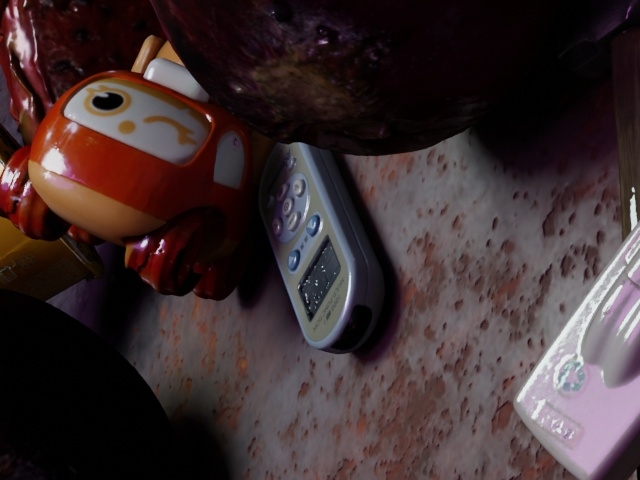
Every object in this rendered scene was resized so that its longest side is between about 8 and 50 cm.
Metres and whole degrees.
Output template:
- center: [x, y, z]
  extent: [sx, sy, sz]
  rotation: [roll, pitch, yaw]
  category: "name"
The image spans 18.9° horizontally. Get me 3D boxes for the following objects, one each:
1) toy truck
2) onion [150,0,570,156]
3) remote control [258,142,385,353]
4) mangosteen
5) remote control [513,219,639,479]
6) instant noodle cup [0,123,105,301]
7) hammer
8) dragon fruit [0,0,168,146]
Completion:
- center: [-0.132, -0.086, 1.668]
  extent: [0.239, 0.189, 0.265]
  rotation: [-68, -15, 4]
  category: "toy truck"
- center: [0.051, -0.217, 1.297]
  extent: [0.260, 0.336, 0.281]
  rotation: [-10, 47, 36]
  category: "onion"
- center: [0.000, 0.000, 1.562]
  extent: [0.087, 0.047, 0.244]
  rotation: [-57, 31, 26]
  category: "remote control"
- center: [-0.294, 0.226, 1.725]
  extent: [0.435, 0.382, 0.382]
  rotation: [-30, -42, -80]
  category: "mangosteen"
- center: [0.198, 0.033, 1.104]
  extent: [0.230, 0.049, 0.090]
  rotation: [-57, 46, 14]
  category: "remote control"
- center: [-0.343, -0.003, 1.914]
  extent: [0.172, 0.215, 0.216]
  rotation: [-37, 33, 0]
  category: "instant noodle cup"
- center: [0.197, 0.001, 1.183]
  extent: [0.111, 0.043, 0.365]
  rotation: [-33, 51, 52]
  category: "hammer"
- center: [-0.292, -0.155, 2.010]
  extent: [0.329, 0.228, 0.286]
  rotation: [2, 80, 61]
  category: "dragon fruit"
